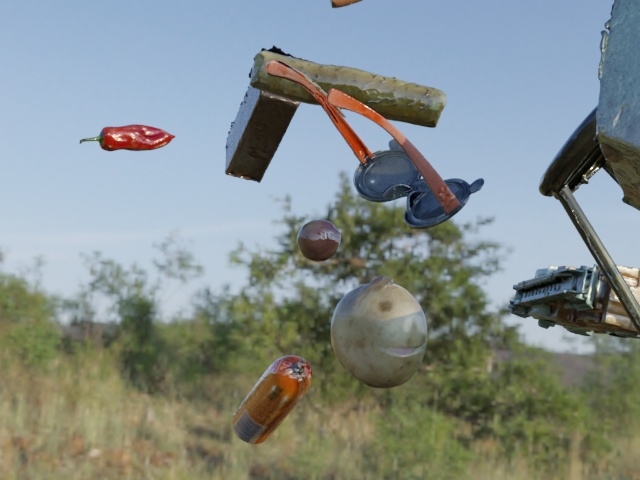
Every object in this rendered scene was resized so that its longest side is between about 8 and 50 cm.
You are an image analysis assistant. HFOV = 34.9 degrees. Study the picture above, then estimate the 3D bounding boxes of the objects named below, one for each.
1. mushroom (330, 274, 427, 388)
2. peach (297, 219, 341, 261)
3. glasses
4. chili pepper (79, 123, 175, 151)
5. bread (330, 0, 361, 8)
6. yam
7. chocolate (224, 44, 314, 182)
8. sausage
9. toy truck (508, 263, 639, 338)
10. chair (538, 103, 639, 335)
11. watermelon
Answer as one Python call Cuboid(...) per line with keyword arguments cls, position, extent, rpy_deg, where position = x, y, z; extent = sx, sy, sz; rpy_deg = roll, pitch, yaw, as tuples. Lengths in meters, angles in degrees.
Cuboid(cls="mushroom", position=(0.138, 0.204, 2.270), extent=(0.184, 0.254, 0.255), rpy_deg=(5, -6, -38))
Cuboid(cls="peach", position=(-0.002, 0.000, 1.927), extent=(0.083, 0.083, 0.083), rpy_deg=(5, -8, 1))
Cuboid(cls="glasses", position=(0.074, -0.147, 1.345), extent=(0.268, 0.118, 0.234), rpy_deg=(52, -7, -36))
Cuboid(cls="chili pepper", position=(-0.371, -0.199, 1.976), extent=(0.191, 0.059, 0.050), rpy_deg=(-6, -44, -27))
Cuboid(cls="bread", position=(0.068, -0.443, 1.713), extent=(0.192, 0.067, 0.119), rpy_deg=(-26, 24, -28))
Cuboid(cls="yam", position=(0.041, -0.237, 1.601), extent=(0.318, 0.071, 0.067), rpy_deg=(14, -1, 8))
Cuboid(cls="chocolate", position=(-0.115, -0.242, 2.044), extent=(0.112, 0.111, 0.321), rpy_deg=(16, -34, -13))
Cuboid(cls="sausage", position=(-0.090, 0.308, 2.018), extent=(0.093, 0.093, 0.312), rpy_deg=(8, -33, -18))
Cuboid(cls="toy truck", position=(0.494, 0.107, 1.979), extent=(0.185, 0.132, 0.338), rpy_deg=(14, -7, -12))
Cuboid(cls="chair", position=(0.571, -0.052, 1.517), extent=(0.362, 0.410, 0.364), rpy_deg=(-28, -21, -47))
Cuboid(cls="watermelon", position=(0.392, -0.131, 1.065), extent=(0.228, 0.387, 0.258), rpy_deg=(16, 39, 27))
